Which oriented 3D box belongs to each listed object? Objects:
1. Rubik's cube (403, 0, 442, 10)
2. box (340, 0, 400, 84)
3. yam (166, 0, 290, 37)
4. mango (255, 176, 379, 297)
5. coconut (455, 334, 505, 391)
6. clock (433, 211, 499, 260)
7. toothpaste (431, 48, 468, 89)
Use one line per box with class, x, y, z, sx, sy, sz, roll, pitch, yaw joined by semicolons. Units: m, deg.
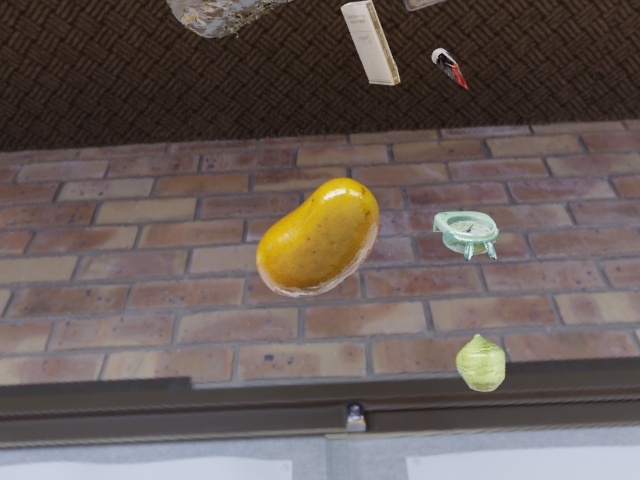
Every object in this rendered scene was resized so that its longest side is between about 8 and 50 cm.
Rubik's cube;0.264;-0.676;1.090;0.343;0.345;0.337;-15;134;13
box;0.118;-0.461;1.433;0.029;0.109;0.198;-34;118;-15
yam;-0.121;-0.500;1.065;0.348;0.241;0.241;0;145;47
mango;0.001;0.002;0.719;0.115;0.090;0.178;30;120;-36
coconut;0.273;0.208;1.039;0.087;0.096;0.088;-5;169;-1
clock;0.257;-0.009;1.059;0.101;0.135;0.041;0;116;-5
toothpaste;0.348;-0.465;1.632;0.045;0.193;0.071;-30;126;10
